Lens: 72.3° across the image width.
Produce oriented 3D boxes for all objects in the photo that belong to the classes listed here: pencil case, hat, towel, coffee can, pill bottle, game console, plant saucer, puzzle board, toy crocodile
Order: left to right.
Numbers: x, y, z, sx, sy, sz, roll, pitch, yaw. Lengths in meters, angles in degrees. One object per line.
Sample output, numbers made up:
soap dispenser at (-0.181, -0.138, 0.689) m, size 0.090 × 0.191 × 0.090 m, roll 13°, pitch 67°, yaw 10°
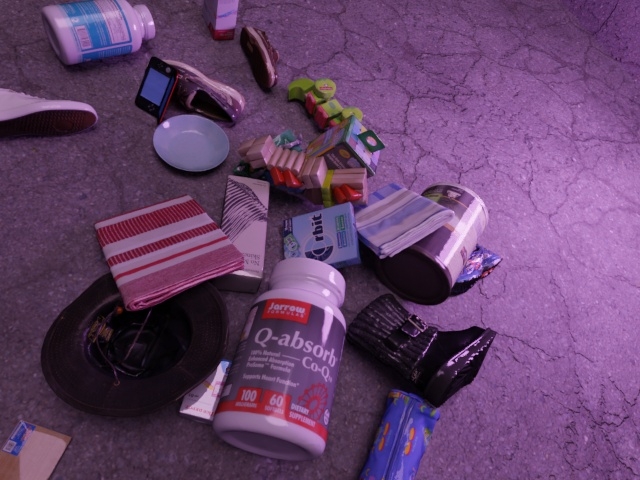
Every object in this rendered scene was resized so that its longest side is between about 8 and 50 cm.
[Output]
puzzle board at (-0.516, 0.393, 0.763) m, size 0.097 × 0.011 × 0.128 m, roll 22°, pitch 56°, yaw -4°
pill bottle at (-0.608, -0.589, 1.221) m, size 0.264 × 0.146 × 0.146 m, roll -28°, pitch 73°, yaw -31°
hat at (-0.341, 0.209, 0.858) m, size 0.332 × 0.133 × 0.331 m, roll 2°, pitch 50°, yaw -2°
game console at (-0.436, -0.399, 1.159) m, size 0.124 × 0.143 × 0.085 m, roll 30°, pitch 17°, yaw 1°
towel at (-0.336, 0.009, 0.945) m, size 0.237 × 0.037 × 0.329 m, roll -21°, pitch 40°, yaw -26°
plant saucer at (-0.346, -0.254, 1.180) m, size 0.195 × 0.037 × 0.194 m, roll 8°, pitch 59°, yaw -15°
pill bottle at (-0.063, 0.227, 0.888) m, size 0.211 × 0.210 × 0.362 m, roll 19°, pitch 52°, yaw -7°
toy crocodile at (0.033, -0.379, 1.338) m, size 0.105 × 0.115 × 0.340 m, roll -33°, pitch 73°, yaw -25°
towel at (0.176, -0.064, 1.112) m, size 0.209 × 0.034 × 0.285 m, roll -29°, pitch 30°, yaw -8°
pencil case at (0.146, 0.455, 0.881) m, size 0.120 × 0.133 × 0.306 m, roll 21°, pitch 54°, yaw 14°
coffee can at (0.295, 0.004, 1.150) m, size 0.202 × 0.201 × 0.275 m, roll 38°, pitch 56°, yaw 5°

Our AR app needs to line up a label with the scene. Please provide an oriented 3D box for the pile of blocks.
pile of blocks at (-0.048, -0.145, 1.122) m, size 0.363 × 0.148 × 0.112 m, roll 19°, pitch 44°, yaw -2°

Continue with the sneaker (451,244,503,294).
sneaker at (0.412, 0.081, 1.229) m, size 0.221 × 0.083 × 0.087 m, roll -24°, pitch 58°, yaw -34°

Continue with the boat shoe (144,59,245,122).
boat shoe at (-0.358, -0.414, 1.233) m, size 0.286 × 0.102 × 0.092 m, roll 21°, pitch 52°, yaw -13°

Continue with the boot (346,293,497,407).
boot at (0.252, 0.229, 1.051) m, size 0.260 × 0.131 × 0.348 m, roll 32°, pitch 23°, yaw 33°

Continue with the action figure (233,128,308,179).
action figure at (-0.140, -0.228, 1.225) m, size 0.232 × 0.063 × 0.137 m, roll -29°, pitch 77°, yaw -26°

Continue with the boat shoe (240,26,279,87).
boat shoe at (-0.173, -0.594, 1.405) m, size 0.095 × 0.095 × 0.257 m, roll -10°, pitch 64°, yaw -30°

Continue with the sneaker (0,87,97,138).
sneaker at (-0.704, -0.323, 1.057) m, size 0.291 × 0.106 × 0.122 m, roll -11°, pitch 68°, yaw -22°

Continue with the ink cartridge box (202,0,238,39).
ink cartridge box at (-0.319, -0.756, 1.398) m, size 0.073 × 0.175 × 0.127 m, roll -14°, pitch 67°, yaw -25°

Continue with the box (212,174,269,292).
box at (-0.190, -0.018, 1.062) m, size 0.113 × 0.094 × 0.274 m, roll 7°, pitch 59°, yaw -14°

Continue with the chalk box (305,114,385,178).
chalk box at (0.073, -0.234, 1.178) m, size 0.132 × 0.213 × 0.131 m, roll 44°, pitch 41°, yaw -27°

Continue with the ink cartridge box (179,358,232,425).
ink cartridge box at (-0.224, 0.303, 0.889) m, size 0.089 × 0.052 × 0.122 m, roll 18°, pitch 58°, yaw -9°

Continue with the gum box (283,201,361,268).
gum box at (0.000, 0.000, 1.088) m, size 0.185 × 0.041 × 0.156 m, roll -14°, pitch 60°, yaw 17°
